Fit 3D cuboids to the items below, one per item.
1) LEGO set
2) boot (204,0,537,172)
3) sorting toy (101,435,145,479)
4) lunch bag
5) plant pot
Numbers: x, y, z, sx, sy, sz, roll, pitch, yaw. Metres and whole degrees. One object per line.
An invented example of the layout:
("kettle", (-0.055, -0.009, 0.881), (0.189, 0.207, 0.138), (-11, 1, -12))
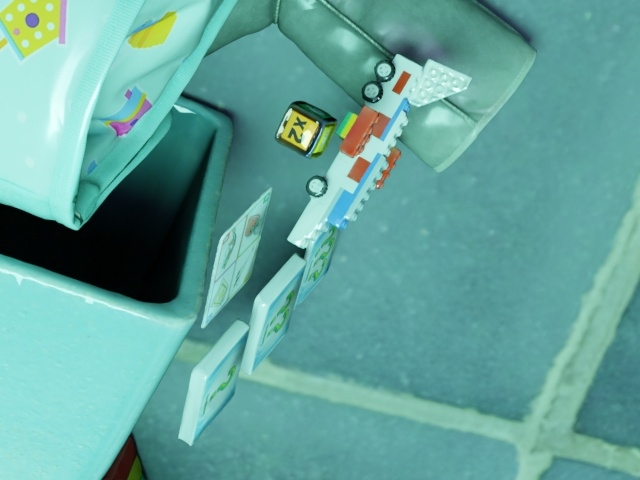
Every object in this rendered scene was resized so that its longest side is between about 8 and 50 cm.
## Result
("LEGO set", (0.000, 0.000, 0.627), (0.060, 0.182, 0.244), (30, 137, 12))
("boot", (0.004, -0.115, 0.690), (0.208, 0.076, 0.190), (38, 108, -24))
("sorting toy", (-0.229, 0.233, 0.723), (0.257, 0.255, 0.089), (-15, 102, 4))
("lunch bag", (-0.156, -0.154, 0.542), (0.224, 0.160, 0.262), (24, 78, 5))
("plant pot", (-0.216, 0.039, 0.652), (0.248, 0.247, 0.252), (19, 119, -10))
